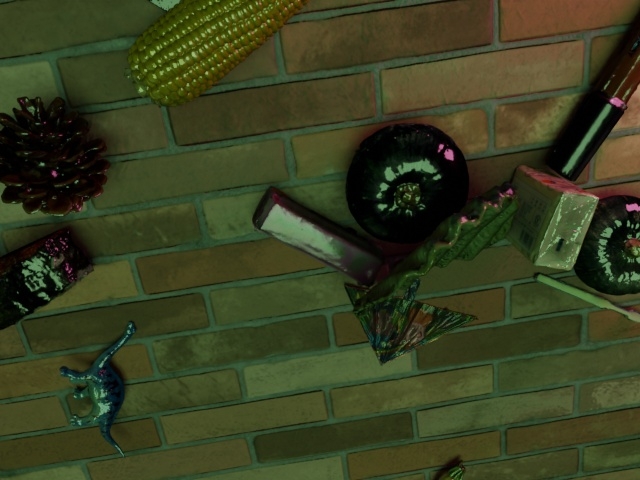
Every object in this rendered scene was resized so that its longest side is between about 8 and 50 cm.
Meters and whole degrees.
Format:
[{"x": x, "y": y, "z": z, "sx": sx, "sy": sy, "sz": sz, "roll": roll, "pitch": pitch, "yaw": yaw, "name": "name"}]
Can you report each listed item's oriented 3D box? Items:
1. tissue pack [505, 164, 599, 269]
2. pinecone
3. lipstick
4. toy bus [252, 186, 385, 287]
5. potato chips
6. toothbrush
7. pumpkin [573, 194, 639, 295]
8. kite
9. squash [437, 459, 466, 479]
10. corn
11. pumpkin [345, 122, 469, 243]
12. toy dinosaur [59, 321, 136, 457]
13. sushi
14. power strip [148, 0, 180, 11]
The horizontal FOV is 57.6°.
[{"x": 0.426, "y": -0.048, "z": 1.113, "sx": 0.092, "sy": 0.196, "sz": 0.148, "roll": 10, "pitch": 110, "yaw": -10, "name": "tissue pack"}, {"x": -0.465, "y": -0.148, "z": 0.993, "sx": 0.207, "sy": 0.208, "sz": 0.208, "roll": -2, "pitch": 113, "yaw": -4, "name": "pinecone"}, {"x": 0.562, "y": -0.305, "z": 1.082, "sx": 0.077, "sy": 0.077, "sz": 0.419, "roll": 23, "pitch": 108, "yaw": -14, "name": "lipstick"}, {"x": 0.000, "y": -0.001, "z": 1.150, "sx": 0.273, "sy": 0.112, "sz": 0.090, "roll": 27, "pitch": 101, "yaw": -15, "name": "toy bus"}, {"x": 0.213, "y": 0.027, "z": 1.043, "sx": 0.358, "sy": 0.429, "sz": 0.070, "roll": -31, "pitch": 77, "yaw": -14, "name": "potato chips"}, {"x": 0.601, "y": 0.129, "z": 1.293, "sx": 0.294, "sy": 0.028, "sz": 0.026, "roll": 21, "pitch": 88, "yaw": -13, "name": "toothbrush"}, {"x": 0.612, "y": 0.010, "z": 1.177, "sx": 0.211, "sy": 0.152, "sz": 0.212, "roll": -2, "pitch": 108, "yaw": -6, "name": "pumpkin"}, {"x": 0.182, "y": 0.189, "z": 1.292, "sx": 0.320, "sy": 0.016, "sz": 0.234, "roll": 15, "pitch": 110, "yaw": -11, "name": "kite"}, {"x": 0.320, "y": 0.650, "z": 1.468, "sx": 0.094, "sy": 0.094, "sz": 0.224, "roll": 11, "pitch": 105, "yaw": -9, "name": "squash"}, {"x": -0.157, "y": -0.361, "z": 0.965, "sx": 0.387, "sy": 0.144, "sz": 0.144, "roll": -33, "pitch": 112, "yaw": 10, "name": "corn"}, {"x": 0.160, "y": -0.103, "z": 1.086, "sx": 0.232, "sy": 0.163, "sz": 0.233, "roll": 0, "pitch": 113, "yaw": -1, "name": "pumpkin"}, {"x": -0.487, "y": 0.326, "z": 1.265, "sx": 0.144, "sy": 0.076, "sz": 0.329, "roll": 5, "pitch": 102, "yaw": -14, "name": "toy dinosaur"}, {"x": -0.560, "y": 0.076, "z": 1.120, "sx": 0.225, "sy": 0.136, "sz": 0.126, "roll": -24, "pitch": 104, "yaw": 11, "name": "sushi"}, {"x": -0.283, "y": -0.423, "z": 0.987, "sx": 0.111, "sy": 0.029, "sz": 0.038, "roll": 28, "pitch": 108, "yaw": -15, "name": "power strip"}]
